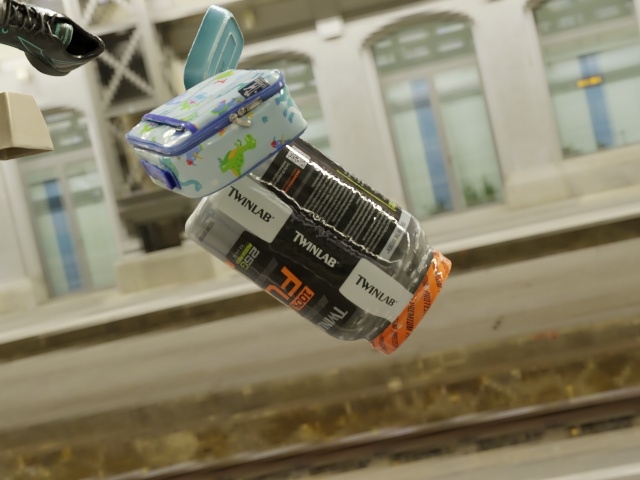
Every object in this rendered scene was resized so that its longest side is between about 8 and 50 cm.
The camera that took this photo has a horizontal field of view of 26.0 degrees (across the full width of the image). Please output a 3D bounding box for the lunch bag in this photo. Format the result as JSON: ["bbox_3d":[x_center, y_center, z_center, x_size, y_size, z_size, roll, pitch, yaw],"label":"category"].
[{"bbox_3d":[-0.126,-0.127,1.622,0.176,0.090,0.219,-35,20,-13],"label":"lunch bag"}]

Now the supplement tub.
[{"bbox_3d":[0.000,0.000,1.929,0.207,0.338,0.207,-55,4,5],"label":"supplement tub"}]

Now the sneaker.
[{"bbox_3d":[-0.435,-0.326,2.062,0.106,0.101,0.267,-2,-15,35],"label":"sneaker"}]

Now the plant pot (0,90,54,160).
[{"bbox_3d":[-0.514,-0.187,2.257,0.109,0.096,0.109,-9,-3,27],"label":"plant pot"}]

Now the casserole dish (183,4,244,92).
[{"bbox_3d":[-0.170,-0.295,2.256,0.037,0.188,0.114,8,-28,22],"label":"casserole dish"}]
